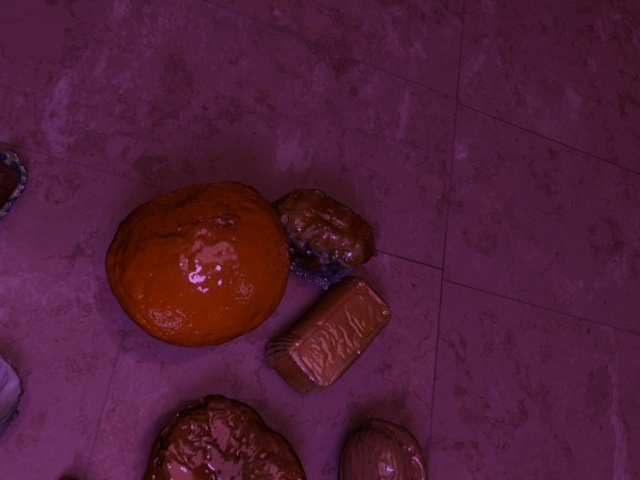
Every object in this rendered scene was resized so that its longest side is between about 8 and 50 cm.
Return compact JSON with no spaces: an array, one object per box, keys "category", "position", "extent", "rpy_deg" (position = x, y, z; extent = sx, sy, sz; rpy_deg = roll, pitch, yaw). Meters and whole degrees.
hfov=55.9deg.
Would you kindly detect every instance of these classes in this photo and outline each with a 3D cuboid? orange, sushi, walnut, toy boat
[{"category":"orange","position":[-0.219,0.050,1.134],"extent":[0.340,0.340,0.293],"rpy_deg":[-26,113,-27]},{"category":"sushi","position":[0.000,0.000,1.309],"extent":[0.274,0.184,0.139],"rpy_deg":[29,56,-5]},{"category":"walnut","position":[0.127,0.485,1.227],"extent":[0.198,0.198,0.245],"rpy_deg":[-3,78,-24]},{"category":"toy boat","position":[-0.654,-0.043,1.112],"extent":[0.108,0.099,0.293],"rpy_deg":[30,57,-12]}]

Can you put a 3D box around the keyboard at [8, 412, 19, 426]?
[{"category":"keyboard","position":[-0.637,0.276,1.064],"extent":[0.196,0.015,0.074],"rpy_deg":[41,67,-6]}]

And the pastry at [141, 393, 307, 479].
[{"category":"pastry","position":[-0.178,0.445,1.122],"extent":[0.255,0.162,0.311],"rpy_deg":[-41,90,-29]}]

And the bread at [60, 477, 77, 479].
[{"category":"bread","position":[-0.419,0.523,0.978],"extent":[0.129,0.260,0.134],"rpy_deg":[-32,113,1]}]

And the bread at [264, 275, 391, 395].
[{"category":"bread","position":[0.027,0.200,1.308],"extent":[0.152,0.119,0.288],"rpy_deg":[49,60,-1]}]

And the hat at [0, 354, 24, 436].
[{"category":"hat","position":[-0.646,0.311,0.980],"extent":[0.258,0.168,0.301],"rpy_deg":[41,90,22]}]
